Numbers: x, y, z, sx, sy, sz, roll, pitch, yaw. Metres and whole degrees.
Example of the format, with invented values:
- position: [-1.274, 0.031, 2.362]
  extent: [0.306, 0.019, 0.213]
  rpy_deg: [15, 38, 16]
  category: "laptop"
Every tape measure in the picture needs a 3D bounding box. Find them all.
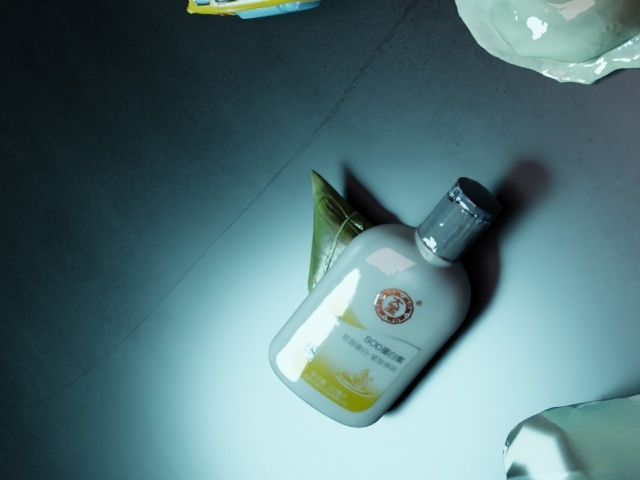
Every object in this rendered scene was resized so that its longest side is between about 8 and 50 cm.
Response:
- position: [0.319, 0.257, 1.417]
  extent: [0.259, 0.138, 0.262]
  rpy_deg: [-9, 89, 34]
  category: "tape measure"

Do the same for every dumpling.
- position: [0.241, -0.207, 1.444]
  extent: [0.229, 0.124, 0.151]
  rpy_deg: [-4, 130, 25]
  category: "dumpling"

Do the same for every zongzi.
- position: [0.000, 0.000, 1.645]
  extent: [0.113, 0.052, 0.104]
  rpy_deg: [45, 110, 16]
  category: "zongzi"

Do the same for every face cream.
- position: [0.075, 0.059, 1.582]
  extent: [0.144, 0.071, 0.291]
  rpy_deg: [37, 115, -5]
  category: "face cream"

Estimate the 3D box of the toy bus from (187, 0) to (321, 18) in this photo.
- position: [-0.057, -0.301, 1.620]
  extent: [0.209, 0.126, 0.136]
  rpy_deg: [-4, 101, 33]
  category: "toy bus"
